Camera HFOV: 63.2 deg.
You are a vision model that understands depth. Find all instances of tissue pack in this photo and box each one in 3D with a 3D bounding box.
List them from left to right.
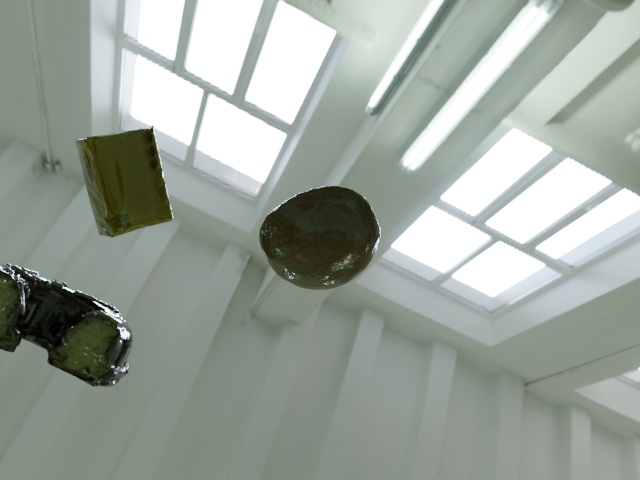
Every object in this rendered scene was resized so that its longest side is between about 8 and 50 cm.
[{"bbox_3d":[-0.526,-0.160,1.409,0.192,0.134,0.271,-23,-67,-38],"label":"tissue pack"}]

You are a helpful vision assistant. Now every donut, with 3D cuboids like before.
[{"bbox_3d":[-0.509,0.151,0.987,0.344,0.259,0.136,29,-98,-10],"label":"donut"}]

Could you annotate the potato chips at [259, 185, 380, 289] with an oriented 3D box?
[{"bbox_3d":[0.001,0.001,0.895,0.208,0.196,0.062,17,-166,-13],"label":"potato chips"}]
